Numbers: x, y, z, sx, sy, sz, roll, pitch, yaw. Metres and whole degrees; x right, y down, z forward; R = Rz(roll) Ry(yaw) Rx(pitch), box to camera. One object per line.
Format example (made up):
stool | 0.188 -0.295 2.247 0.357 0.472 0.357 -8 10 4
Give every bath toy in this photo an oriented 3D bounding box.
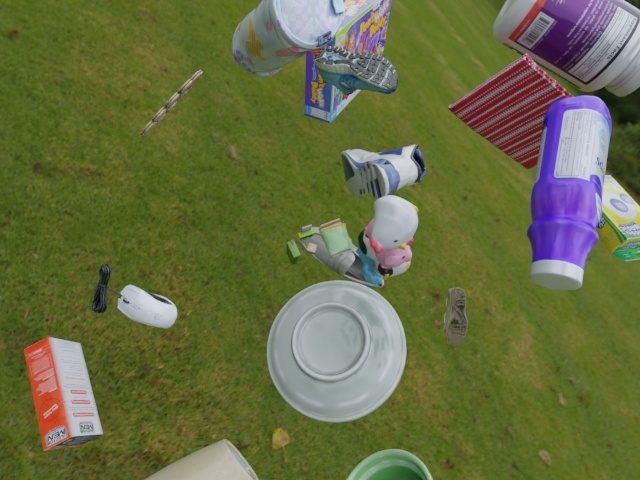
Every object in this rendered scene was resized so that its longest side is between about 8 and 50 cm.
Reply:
bath toy | 0.157 0.014 1.131 0.151 0.348 0.129 30 75 9

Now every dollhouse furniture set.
dollhouse furniture set | 0.000 0.000 1.017 0.151 0.059 0.076 -20 73 -15

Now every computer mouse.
computer mouse | -0.398 0.131 1.000 0.192 0.106 0.042 21 2 6

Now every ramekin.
ramekin | 0.206 0.752 1.282 0.148 0.303 0.304 51 33 -27

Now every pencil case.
pencil case | -0.064 -0.360 0.798 0.124 0.273 0.114 -35 110 -18

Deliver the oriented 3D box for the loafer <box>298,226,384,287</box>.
loafer | 0.075 0.056 1.510 0.319 0.112 0.111 26 18 -16

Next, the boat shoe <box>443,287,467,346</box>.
boat shoe | 0.350 0.201 1.233 0.056 0.048 0.153 4 81 -11

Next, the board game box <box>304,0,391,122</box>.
board game box | 0.075 -0.501 1.236 0.078 0.234 0.347 22 50 17

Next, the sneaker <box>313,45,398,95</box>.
sneaker | 0.066 -0.296 0.846 0.162 0.073 0.063 26 68 22

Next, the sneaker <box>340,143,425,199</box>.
sneaker | 0.189 -0.196 1.321 0.182 0.315 0.128 -16 110 -15

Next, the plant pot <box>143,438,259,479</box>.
plant pot | -0.273 0.568 0.994 0.274 0.256 0.256 -40 90 -16

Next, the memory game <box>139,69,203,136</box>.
memory game | -0.307 -0.283 0.970 0.012 0.186 0.186 43 37 -20

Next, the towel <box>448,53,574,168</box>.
towel | 0.438 -0.260 0.995 0.274 0.198 0.031 27 59 -23

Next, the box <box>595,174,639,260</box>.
box | 0.521 -0.042 0.831 0.105 0.043 0.179 -4 53 -22

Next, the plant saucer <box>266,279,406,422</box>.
plant saucer | 0.034 0.286 1.293 0.101 0.400 0.401 65 6 -63

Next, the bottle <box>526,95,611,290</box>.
bottle | 0.364 -0.070 0.690 0.118 0.092 0.283 40 62 -47

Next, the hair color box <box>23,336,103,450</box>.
hair color box | -0.355 0.210 0.649 0.141 0.043 0.072 63 -1 22

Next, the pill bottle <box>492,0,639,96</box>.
pill bottle | 0.553 -0.446 1.010 0.322 0.182 0.182 29 39 -3
